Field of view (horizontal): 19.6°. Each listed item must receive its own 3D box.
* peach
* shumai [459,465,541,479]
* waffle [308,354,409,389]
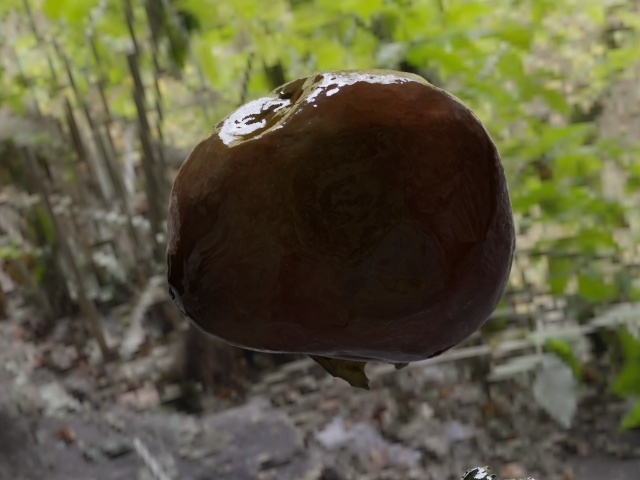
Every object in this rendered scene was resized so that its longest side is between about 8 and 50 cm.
[{"bbox_3d":[0.008,-0.008,1.258,0.236,0.214,0.214,-13,35,-5],"label":"peach"},{"bbox_3d":[0.150,0.236,1.578,0.087,0.124,0.099,29,71,6],"label":"shumai"},{"bbox_3d":[-0.001,-0.001,1.655,0.309,0.065,0.283,-16,71,26],"label":"waffle"}]
